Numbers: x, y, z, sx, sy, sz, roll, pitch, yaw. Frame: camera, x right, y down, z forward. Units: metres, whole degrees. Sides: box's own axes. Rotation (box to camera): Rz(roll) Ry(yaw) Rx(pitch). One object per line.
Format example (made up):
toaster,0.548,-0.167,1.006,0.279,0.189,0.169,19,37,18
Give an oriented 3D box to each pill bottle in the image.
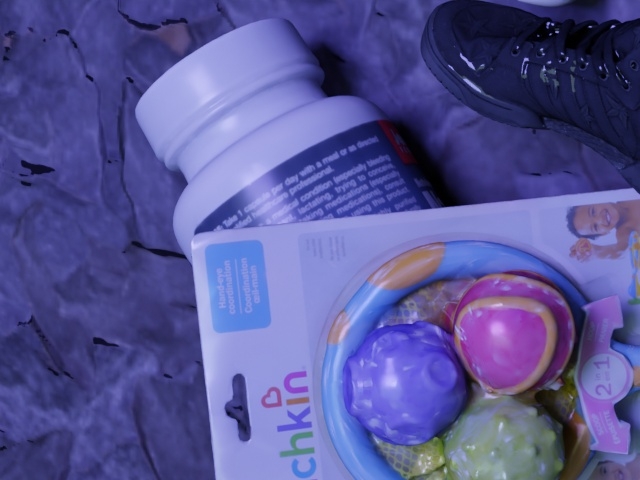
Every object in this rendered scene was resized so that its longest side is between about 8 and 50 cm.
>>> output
pill bottle,0.000,0.000,0.704,0.108,0.108,0.180,-37,80,33

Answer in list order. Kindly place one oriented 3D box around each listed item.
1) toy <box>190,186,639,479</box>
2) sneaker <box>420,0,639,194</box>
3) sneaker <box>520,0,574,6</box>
toy,0.077,0.053,0.614,0.237,0.056,0.136,-6,92,-7
sneaker,0.119,-0.065,0.601,0.170,0.051,0.089,32,146,14
sneaker,0.066,-0.169,0.653,0.152,0.058,0.084,53,132,20
